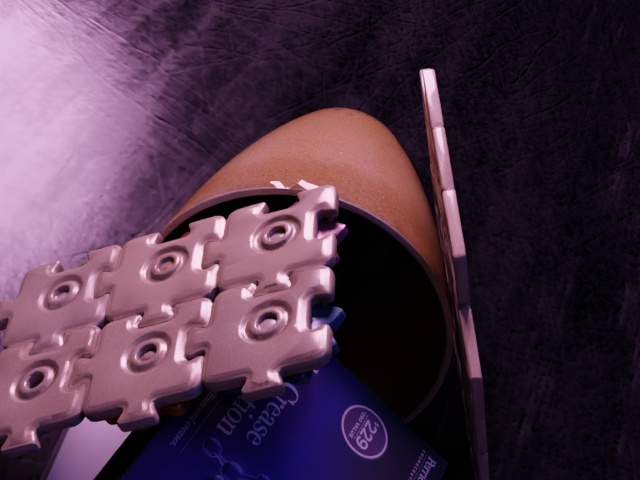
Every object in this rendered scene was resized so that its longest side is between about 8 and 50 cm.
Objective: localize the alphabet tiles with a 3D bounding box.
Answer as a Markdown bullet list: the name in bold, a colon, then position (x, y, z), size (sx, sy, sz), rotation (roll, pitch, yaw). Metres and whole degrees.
- **alphabet tiles**: position (0.108, 0.042, 0.901), size (0.011, 0.342, 0.285), rotation (-8, 53, 5)

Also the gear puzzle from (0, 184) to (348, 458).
- **gear puzzle**: position (-0.140, 0.072, 0.737), size (0.175, 0.338, 0.044), rotation (-87, 157, -49)

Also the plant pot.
- **plant pot**: position (0.000, 0.000, 0.930), size (0.237, 0.237, 0.254), rotation (31, 32, -8)

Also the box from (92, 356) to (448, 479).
- **box**: position (-0.053, 0.190, 0.730), size (0.184, 0.103, 0.261), rotation (45, 44, -8)

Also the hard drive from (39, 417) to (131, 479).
- **hard drive**: position (-0.040, 0.250, 0.808), size (0.353, 0.047, 0.233), rotation (29, 46, -12)
